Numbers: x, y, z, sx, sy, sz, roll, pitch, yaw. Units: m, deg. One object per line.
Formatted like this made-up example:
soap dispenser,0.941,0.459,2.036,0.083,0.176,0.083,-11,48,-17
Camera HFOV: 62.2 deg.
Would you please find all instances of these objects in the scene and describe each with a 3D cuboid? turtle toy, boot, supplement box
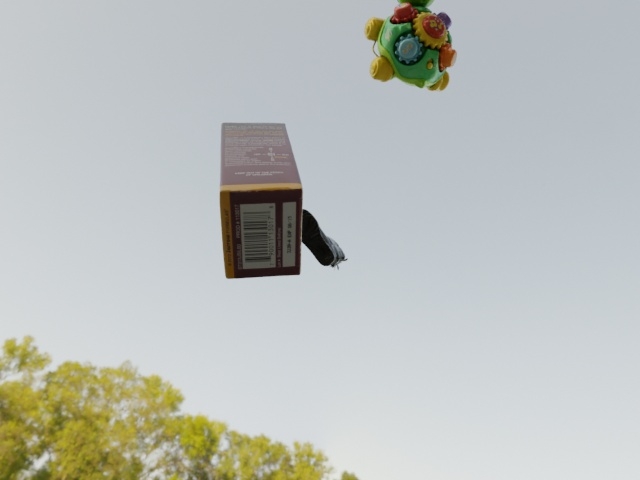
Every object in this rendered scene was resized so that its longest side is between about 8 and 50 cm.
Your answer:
turtle toy,0.100,-0.220,0.560,0.095,0.130,0.066,1,-17,-24
boot,0.000,-0.001,0.964,0.045,0.099,0.121,-36,-99,11
supplement box,-0.070,-0.053,0.594,0.081,0.188,0.104,-2,-58,-9
